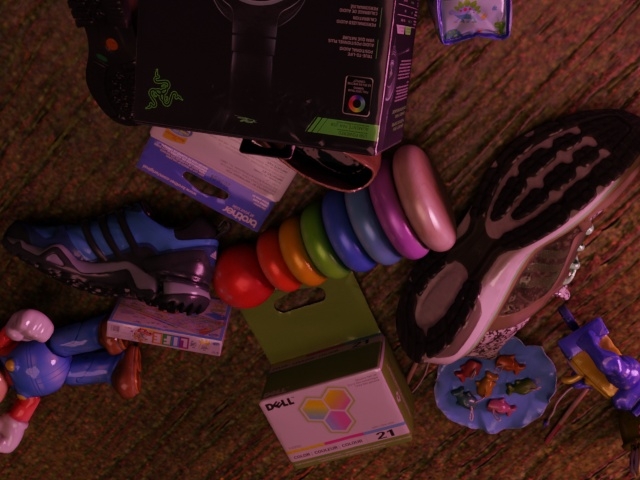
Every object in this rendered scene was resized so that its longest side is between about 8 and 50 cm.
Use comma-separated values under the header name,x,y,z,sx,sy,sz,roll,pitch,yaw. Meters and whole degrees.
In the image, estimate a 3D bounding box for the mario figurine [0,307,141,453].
name,x,y,z,sx,sy,sz,roll,pitch,yaw
mario figurine,-0.423,0.201,1.127,0.321,0.170,0.198,-10,85,1

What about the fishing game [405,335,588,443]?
name,x,y,z,sx,sy,sz,roll,pitch,yaw
fishing game,0.259,0.218,1.178,0.264,0.041,0.189,21,119,-8

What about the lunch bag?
name,x,y,z,sx,sy,sz,roll,pitch,yaw
lunch bag,0.155,-0.301,0.864,0.096,0.129,0.151,-4,118,4

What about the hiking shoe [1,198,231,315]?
name,x,y,z,sx,sy,sz,roll,pitch,yaw
hiking shoe,-0.273,0.007,1.074,0.304,0.113,0.132,14,74,11

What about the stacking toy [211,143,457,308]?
name,x,y,z,sx,sy,sz,roll,pitch,yaw
stacking toy,0.000,0.000,1.034,0.330,0.141,0.141,-22,114,19

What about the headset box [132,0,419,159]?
name,x,y,z,sx,sy,sz,roll,pitch,yaw
headset box,-0.037,-0.221,0.759,0.246,0.131,0.283,11,106,14

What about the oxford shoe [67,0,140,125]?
name,x,y,z,sx,sy,sz,roll,pitch,yaw
oxford shoe,-0.231,-0.235,0.947,0.083,0.096,0.227,9,138,3

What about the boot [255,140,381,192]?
name,x,y,z,sx,sy,sz,roll,pitch,yaw
boot,-0.062,-0.154,0.894,0.305,0.115,0.112,28,117,-10

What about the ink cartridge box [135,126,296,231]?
name,x,y,z,sx,sy,sz,roll,pitch,yaw
ink cartridge box,-0.079,-0.179,0.977,0.186,0.065,0.311,28,113,-12

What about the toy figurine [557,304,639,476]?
name,x,y,z,sx,sy,sz,roll,pitch,yaw
toy figurine,0.413,0.160,1.072,0.191,0.362,0.217,-44,68,8

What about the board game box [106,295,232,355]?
name,x,y,z,sx,sy,sz,roll,pitch,yaw
board game box,-0.205,0.107,1.108,0.154,0.103,0.026,11,118,-2

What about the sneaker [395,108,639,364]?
name,x,y,z,sx,sy,sz,roll,pitch,yaw
sneaker,0.277,0.009,1.037,0.182,0.158,0.410,21,119,-38

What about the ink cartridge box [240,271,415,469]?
name,x,y,z,sx,sy,sz,roll,pitch,yaw
ink cartridge box,0.000,0.180,1.134,0.189,0.097,0.255,-19,113,17
